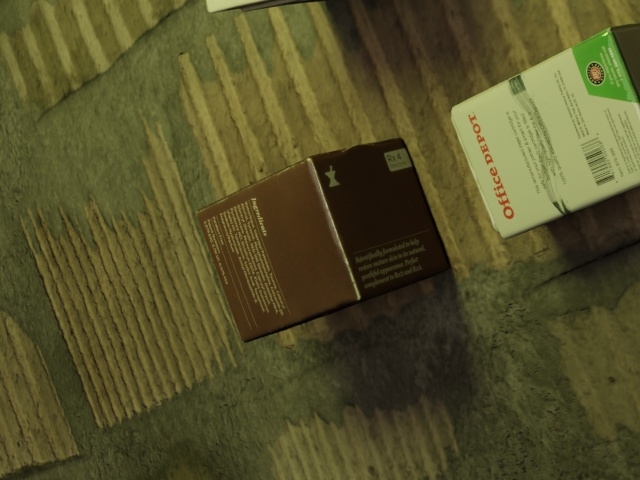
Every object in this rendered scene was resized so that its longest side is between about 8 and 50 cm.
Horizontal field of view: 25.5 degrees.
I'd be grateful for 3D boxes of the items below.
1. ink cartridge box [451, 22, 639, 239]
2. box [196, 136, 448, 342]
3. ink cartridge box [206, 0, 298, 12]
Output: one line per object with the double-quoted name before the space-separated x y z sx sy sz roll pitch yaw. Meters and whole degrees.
"ink cartridge box" 0.254 -0.108 1.427 0.208 0.087 0.153 -23 86 42
"box" 0.000 0.000 1.624 0.203 0.168 0.167 -22 85 43
"ink cartridge box" -0.012 -0.394 1.510 0.198 0.197 0.270 -4 99 41
